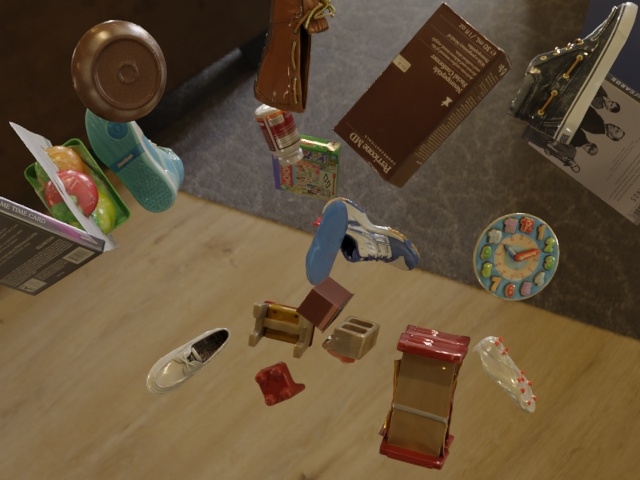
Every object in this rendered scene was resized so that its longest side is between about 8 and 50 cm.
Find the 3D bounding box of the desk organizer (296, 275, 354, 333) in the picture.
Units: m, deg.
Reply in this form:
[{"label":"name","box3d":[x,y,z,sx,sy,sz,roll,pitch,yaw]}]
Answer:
[{"label":"desk organizer","box3d":[0.009,0.093,1.039,0.050,0.130,0.047,37,101,6]}]

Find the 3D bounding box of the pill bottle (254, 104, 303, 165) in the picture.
[{"label":"pill bottle","box3d":[-0.099,-0.267,1.724,0.086,0.152,0.086,-17,28,9]}]

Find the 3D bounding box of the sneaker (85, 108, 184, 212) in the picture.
[{"label":"sneaker","box3d":[-0.472,-0.234,1.791,0.127,0.319,0.208,-26,17,12]}]

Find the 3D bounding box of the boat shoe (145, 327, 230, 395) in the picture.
[{"label":"boat shoe","box3d":[-0.241,0.222,1.288,0.184,0.063,0.066,-27,82,-37]}]

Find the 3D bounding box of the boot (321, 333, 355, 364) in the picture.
[{"label":"boot","box3d":[0.071,0.271,1.754,0.085,0.158,0.059,48,63,-4]}]

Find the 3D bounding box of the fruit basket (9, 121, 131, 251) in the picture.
[{"label":"fruit basket","box3d":[-0.579,-0.105,1.587,0.165,0.353,0.327,-34,97,-2]}]

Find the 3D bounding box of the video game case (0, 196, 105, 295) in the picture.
[{"label":"video game case","box3d":[-0.450,-0.009,0.893,0.196,0.274,0.026,-25,50,37]}]

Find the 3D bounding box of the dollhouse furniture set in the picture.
[{"label":"dollhouse furniture set","box3d":[0.062,0.236,1.218,0.374,0.152,0.201,12,98,15]}]

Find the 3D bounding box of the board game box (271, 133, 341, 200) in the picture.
[{"label":"board game box","box3d":[-0.046,-0.233,2.207,0.213,0.317,0.046,13,67,5]}]

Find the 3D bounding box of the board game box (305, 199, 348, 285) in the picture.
[{"label":"board game box","box3d":[0.000,0.000,1.310,0.033,0.133,0.169,17,78,24]}]

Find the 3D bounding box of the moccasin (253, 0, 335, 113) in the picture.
[{"label":"moccasin","box3d":[-0.036,-0.456,1.439,0.146,0.380,0.139,17,15,10]}]

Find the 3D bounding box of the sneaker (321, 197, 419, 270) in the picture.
[{"label":"sneaker","box3d":[0.118,0.019,1.773,0.296,0.112,0.131,30,58,-16]}]

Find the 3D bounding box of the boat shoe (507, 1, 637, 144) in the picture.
[{"label":"boat shoe","box3d":[0.291,-0.207,0.800,0.083,0.065,0.183,29,84,13]}]

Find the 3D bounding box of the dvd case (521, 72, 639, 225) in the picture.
[{"label":"dvd case","box3d":[0.447,-0.155,1.076,0.238,0.179,0.029,42,55,17]}]

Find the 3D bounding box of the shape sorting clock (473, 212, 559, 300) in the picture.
[{"label":"shape sorting clock","box3d":[0.453,0.039,1.594,0.206,0.040,0.206,-1,97,-8]}]

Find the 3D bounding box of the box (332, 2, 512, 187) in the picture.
[{"label":"box","box3d":[0.231,-0.327,1.593,0.191,0.143,0.381,46,105,18]}]

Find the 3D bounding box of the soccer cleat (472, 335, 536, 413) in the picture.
[{"label":"soccer cleat","box3d":[0.431,0.317,1.614,0.068,0.076,0.196,-14,70,-52]}]

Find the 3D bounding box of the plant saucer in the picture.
[{"label":"plant saucer","box3d":[-0.387,-0.330,1.364,0.198,0.199,0.036,-42,37,-21]}]
